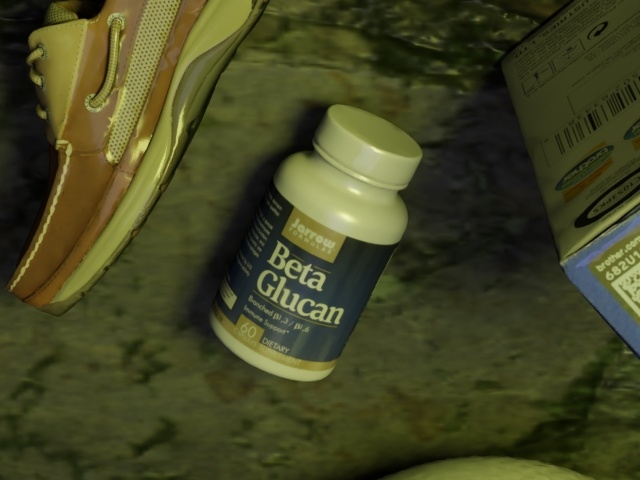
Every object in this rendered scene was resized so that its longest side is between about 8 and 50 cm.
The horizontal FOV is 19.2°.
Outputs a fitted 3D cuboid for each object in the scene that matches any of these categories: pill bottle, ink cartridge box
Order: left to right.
[{"bbox_3d":[0.000,0.000,1.246,0.094,0.094,0.169,23,110,-9],"label":"pill bottle"},{"bbox_3d":[0.259,-0.069,1.055,0.270,0.395,0.151,-39,107,15],"label":"ink cartridge box"}]

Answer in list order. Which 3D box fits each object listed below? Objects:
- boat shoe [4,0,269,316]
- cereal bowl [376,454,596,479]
[{"bbox_3d":[-0.123,-0.111,1.198,0.120,0.122,0.324,29,101,-6],"label":"boat shoe"},{"bbox_3d":[0.113,0.293,1.340,0.339,0.141,0.338,0,113,0],"label":"cereal bowl"}]
